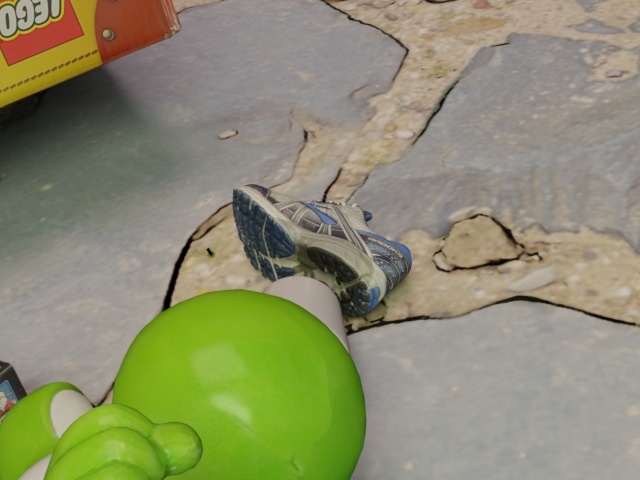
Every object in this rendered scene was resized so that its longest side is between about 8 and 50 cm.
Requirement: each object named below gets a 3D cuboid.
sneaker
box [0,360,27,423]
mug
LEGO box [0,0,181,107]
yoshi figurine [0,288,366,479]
[{"bbox_3d":[0.000,0.000,0.715,0.058,0.052,0.135,-26,42,-33],"label":"sneaker"},{"bbox_3d":[-0.289,0.132,0.631,0.159,0.044,0.233,16,45,37],"label":"box"},{"bbox_3d":[-0.021,0.051,0.635,0.078,0.062,0.064,-3,28,5],"label":"mug"},{"bbox_3d":[-0.401,-0.143,0.845,0.500,0.193,0.372,-26,18,-16],"label":"LEGO box"},{"bbox_3d":[-0.017,0.128,0.429,0.203,0.203,0.362,-12,29,-24],"label":"yoshi figurine"}]
